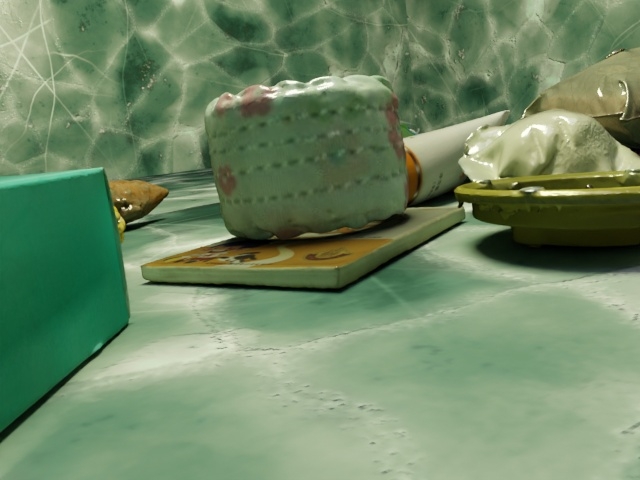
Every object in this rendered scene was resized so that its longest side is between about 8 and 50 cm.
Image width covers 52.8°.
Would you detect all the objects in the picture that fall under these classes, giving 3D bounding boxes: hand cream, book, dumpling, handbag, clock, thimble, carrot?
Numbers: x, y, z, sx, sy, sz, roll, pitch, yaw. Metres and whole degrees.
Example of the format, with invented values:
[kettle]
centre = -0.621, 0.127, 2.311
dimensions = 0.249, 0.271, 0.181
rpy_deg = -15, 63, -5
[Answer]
[hand cream]
centre = 0.165, -0.108, 0.932
dimensions = 0.089, 0.140, 0.314
rpy_deg = 41, 42, 25
[book]
centre = 0.000, 0.000, 0.648
dimensions = 0.208, 0.020, 0.295
rpy_deg = -1, 11, 31
[dumpling]
centre = 0.253, -0.079, 0.725
dimensions = 0.181, 0.111, 0.155
rpy_deg = -3, 39, 53
[handbag]
centre = 0.402, -0.186, 0.822
dimensions = 0.270, 0.117, 0.182
rpy_deg = -21, 18, -25
[clock]
centre = 0.234, -0.029, 0.555
dimensions = 0.237, 0.057, 0.237
rpy_deg = -5, 8, 1
[thimble]
centre = -0.005, -0.088, 0.666
dimensions = 0.211, 0.149, 0.185
rpy_deg = -12, 8, -24
[carrot]
centre = -0.329, -0.055, 0.960
dimensions = 0.102, 0.102, 0.263
rpy_deg = 1, 11, 35

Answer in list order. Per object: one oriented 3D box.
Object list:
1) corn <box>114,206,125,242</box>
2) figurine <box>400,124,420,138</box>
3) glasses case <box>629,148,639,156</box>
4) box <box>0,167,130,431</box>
[corn]
centre = -0.292, -0.013, 0.687
dimensions = 0.093, 0.093, 0.244
rpy_deg = -15, 14, -41
[figurine]
centre = 0.162, -0.185, 1.344
dimensions = 0.185, 0.127, 0.234
rpy_deg = 7, -2, 6
[glasses case]
centre = 0.405, -0.124, 0.922
dimensions = 0.327, 0.076, 0.125
rpy_deg = -1, 15, 25
[box]
centre = -0.241, 0.037, 0.304
dimensions = 0.205, 0.118, 0.311
rpy_deg = -7, 10, 4
